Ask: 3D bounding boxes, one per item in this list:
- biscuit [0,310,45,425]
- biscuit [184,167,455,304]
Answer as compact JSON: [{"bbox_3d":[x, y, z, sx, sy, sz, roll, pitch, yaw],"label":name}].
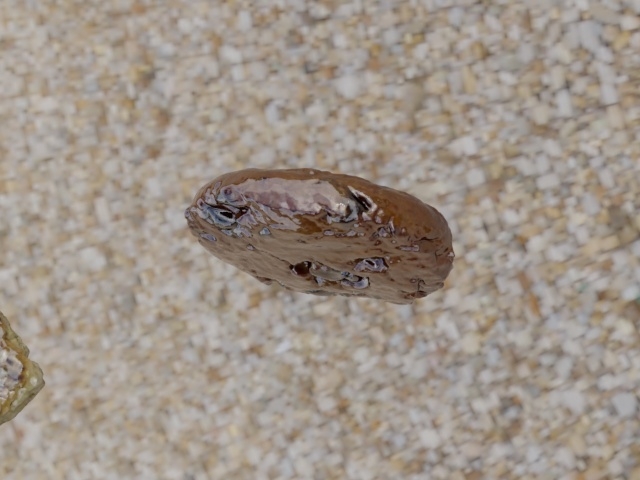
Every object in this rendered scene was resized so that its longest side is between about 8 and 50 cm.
[{"bbox_3d":[-0.250,0.100,0.805,0.231,0.025,0.131,-43,60,2],"label":"biscuit"},{"bbox_3d":[0.000,0.000,1.129,0.192,0.192,0.049,-11,58,42],"label":"biscuit"}]
